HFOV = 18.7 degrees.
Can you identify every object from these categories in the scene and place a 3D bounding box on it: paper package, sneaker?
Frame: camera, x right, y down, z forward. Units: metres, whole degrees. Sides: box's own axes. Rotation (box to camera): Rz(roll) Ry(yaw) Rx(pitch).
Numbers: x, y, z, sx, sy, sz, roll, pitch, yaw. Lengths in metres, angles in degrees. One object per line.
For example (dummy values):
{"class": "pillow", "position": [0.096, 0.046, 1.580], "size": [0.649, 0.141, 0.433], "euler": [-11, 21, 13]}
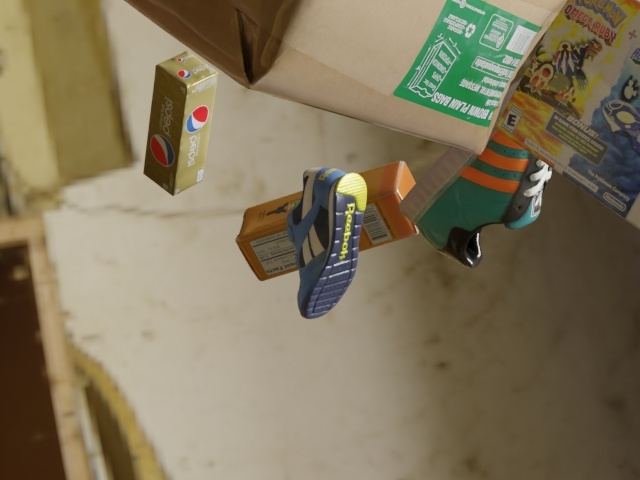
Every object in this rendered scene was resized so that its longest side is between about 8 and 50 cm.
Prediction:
{"class": "paper package", "position": [-0.016, -0.226, 1.524], "size": [0.309, 0.325, 0.168], "euler": [40, -73, 33]}
{"class": "sneaker", "position": [0.000, 0.000, 1.753], "size": [0.059, 0.053, 0.144], "euler": [25, -70, 35]}
{"class": "sneaker", "position": [0.217, -0.091, 2.115], "size": [0.121, 0.108, 0.302], "euler": [47, -55, 6]}

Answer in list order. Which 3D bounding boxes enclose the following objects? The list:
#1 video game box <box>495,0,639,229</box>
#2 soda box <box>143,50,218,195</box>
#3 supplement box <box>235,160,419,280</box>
{"class": "video game box", "position": [0.291, -0.136, 1.877], "size": [0.205, 0.048, 0.187], "euler": [38, -72, 33]}
{"class": "soda box", "position": [-0.182, -0.151, 2.520], "size": [0.061, 0.058, 0.181], "euler": [36, -45, 27]}
{"class": "supplement box", "position": [0.012, -0.024, 2.513], "size": [0.078, 0.233, 0.080], "euler": [-75, 144, -54]}
